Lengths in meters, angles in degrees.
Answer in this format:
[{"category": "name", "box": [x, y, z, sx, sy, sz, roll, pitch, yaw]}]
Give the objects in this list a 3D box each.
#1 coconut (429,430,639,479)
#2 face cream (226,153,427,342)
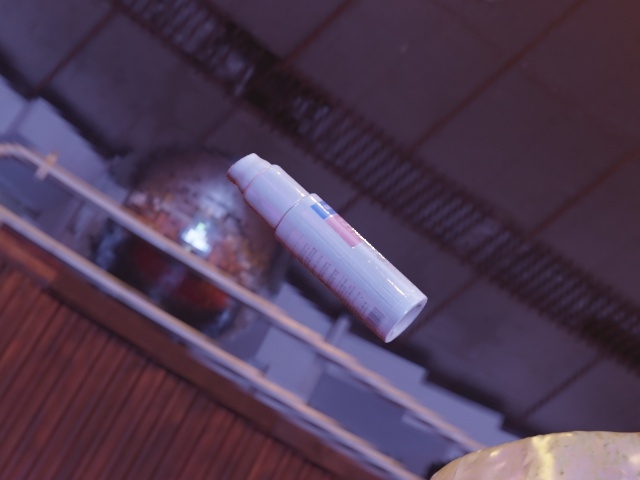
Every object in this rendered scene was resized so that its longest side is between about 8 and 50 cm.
[{"category": "coconut", "box": [0.174, 0.295, 0.926, 0.352, 0.353, 0.353, 19, -33, 13]}, {"category": "face cream", "box": [0.000, 0.000, 0.877, 0.130, 0.034, 0.034, 42, -30, 15]}]
